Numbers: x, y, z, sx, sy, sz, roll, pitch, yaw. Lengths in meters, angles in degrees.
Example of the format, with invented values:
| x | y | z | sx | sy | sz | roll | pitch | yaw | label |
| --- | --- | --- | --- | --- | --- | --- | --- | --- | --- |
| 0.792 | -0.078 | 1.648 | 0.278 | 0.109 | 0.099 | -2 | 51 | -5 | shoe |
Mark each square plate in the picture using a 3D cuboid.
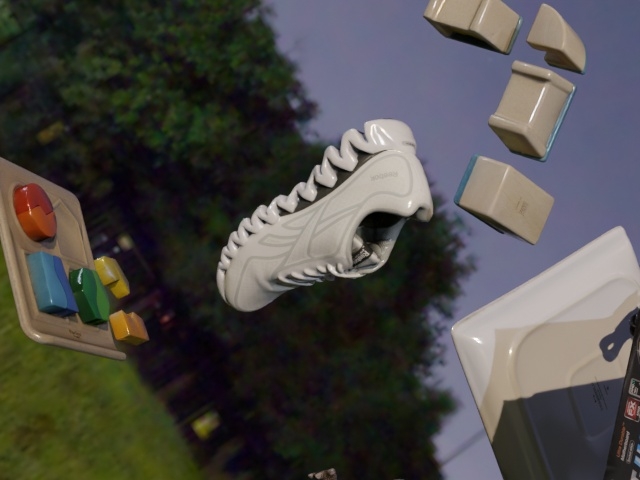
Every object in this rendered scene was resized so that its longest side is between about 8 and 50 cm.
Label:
| x | y | z | sx | sy | sz | roll | pitch | yaw | label |
| --- | --- | --- | --- | --- | --- | --- | --- | --- | --- |
| 0.361 | 0.201 | 1.679 | 0.049 | 0.344 | 0.347 | -3 | -69 | 58 | square plate |

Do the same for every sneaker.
| x | y | z | sx | sy | sz | roll | pitch | yaw | label |
| --- | --- | --- | --- | --- | --- | --- | --- | --- | --- |
| 0.000 | 0.000 | 1.308 | 0.110 | 0.292 | 0.118 | 4 | 52 | -50 | sneaker |

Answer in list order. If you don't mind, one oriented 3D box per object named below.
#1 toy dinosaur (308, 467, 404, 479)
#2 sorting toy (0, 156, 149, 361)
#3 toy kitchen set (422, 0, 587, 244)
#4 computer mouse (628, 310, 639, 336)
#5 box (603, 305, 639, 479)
| x | y | z | sx | sy | sz | roll | pitch | yaw | label |
| --- | --- | --- | --- | --- | --- | --- | --- | --- | --- |
| -0.028 | 0.358 | 1.415 | 0.121 | 0.313 | 0.160 | -11 | -82 | 46 | toy dinosaur |
| -0.274 | 0.026 | 1.405 | 0.307 | 0.041 | 0.229 | 35 | 32 | -72 | sorting toy |
| 0.163 | -0.128 | 1.236 | 0.166 | 0.207 | 0.122 | 23 | -2 | 34 | toy kitchen set |
| 0.492 | 0.109 | 1.547 | 0.193 | 0.106 | 0.042 | 19 | -46 | 42 | computer mouse |
| 0.417 | 0.199 | 1.307 | 0.073 | 0.293 | 0.295 | 19 | -75 | 49 | box |
